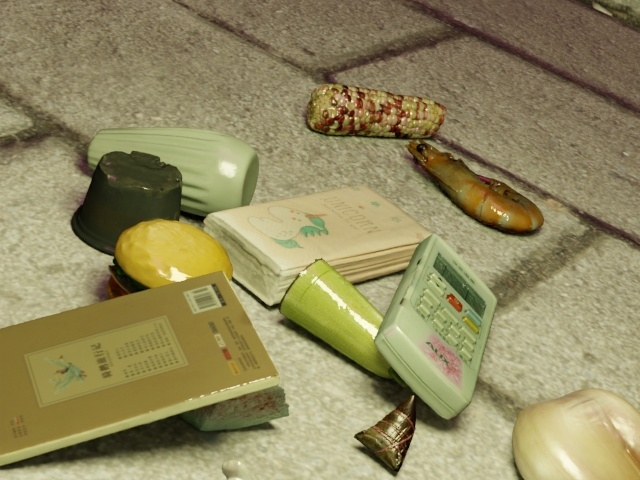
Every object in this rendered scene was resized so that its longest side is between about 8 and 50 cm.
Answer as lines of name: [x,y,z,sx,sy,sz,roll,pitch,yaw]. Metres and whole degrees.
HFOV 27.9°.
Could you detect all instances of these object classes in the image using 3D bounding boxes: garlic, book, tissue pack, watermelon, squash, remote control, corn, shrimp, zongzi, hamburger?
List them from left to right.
book: [-0.224,0.134,1.430,0.310,0.021,0.217,-15,36,-15]
hamburger: [-0.189,0.045,1.622,0.162,0.115,0.162,15,29,-8]
watermelon: [-0.126,0.168,1.472,0.180,0.094,0.081,9,29,17]
tissue pack: [0.000,0.000,1.862,0.325,0.071,0.170,-12,37,-45]
squash: [0.050,0.122,1.661,0.224,0.094,0.094,40,34,23]
corn: [0.103,-0.226,2.328,0.280,0.092,0.092,4,30,-27]
zongzi: [0.092,0.231,1.522,0.067,0.073,0.083,32,71,27]
remote control: [0.159,0.105,1.701,0.145,0.050,0.344,46,23,-7]
shrimp: [0.267,-0.097,2.203,0.152,0.063,0.287,-9,40,-44]
garlic: [0.336,0.253,1.550,0.217,0.110,0.228,-18,44,-43]

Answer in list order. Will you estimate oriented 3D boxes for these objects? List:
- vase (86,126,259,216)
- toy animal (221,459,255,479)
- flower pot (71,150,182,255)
vase: [-0.220,-0.109,1.895,0.248,0.128,0.128,12,26,10]
toy animal: [-0.055,0.328,1.153,0.140,0.138,0.282,20,28,-4]
flower pot: [-0.257,-0.056,1.784,0.157,0.107,0.157,15,28,-8]
